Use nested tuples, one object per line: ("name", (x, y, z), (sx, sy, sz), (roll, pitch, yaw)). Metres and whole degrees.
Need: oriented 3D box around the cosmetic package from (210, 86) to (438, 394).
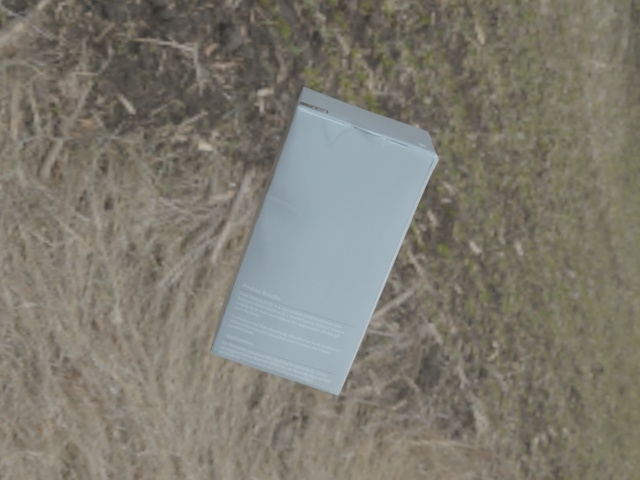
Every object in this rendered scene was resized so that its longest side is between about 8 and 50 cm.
("cosmetic package", (0.000, 0.000, 0.860), (0.107, 0.127, 0.237), (-89, -159, -73))
